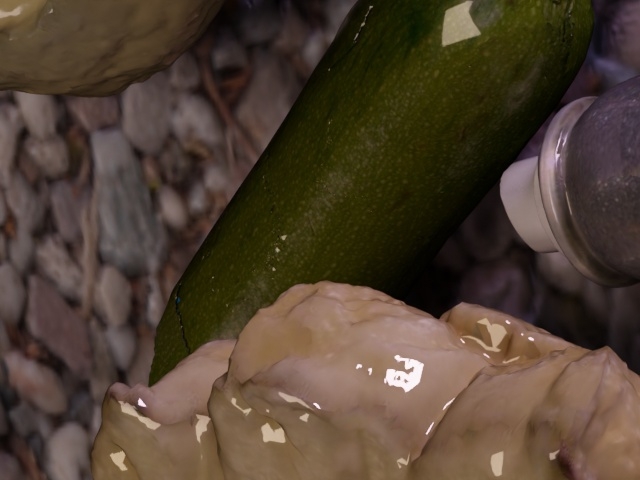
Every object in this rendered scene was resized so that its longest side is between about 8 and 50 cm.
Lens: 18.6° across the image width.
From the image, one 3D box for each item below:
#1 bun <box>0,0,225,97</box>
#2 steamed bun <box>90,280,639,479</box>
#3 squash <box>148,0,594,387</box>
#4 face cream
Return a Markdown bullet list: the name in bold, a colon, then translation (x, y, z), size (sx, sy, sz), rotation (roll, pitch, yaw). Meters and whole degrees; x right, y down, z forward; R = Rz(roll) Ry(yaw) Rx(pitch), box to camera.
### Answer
- **bun**: translation (-0.103, -0.181, 0.771), size (0.259, 0.152, 0.259), rotation (5, 98, 40)
- **steamed bun**: translation (0.063, 0.124, 0.689), size (0.292, 0.137, 0.295), rotation (31, 132, 17)
- **squash**: translation (0.002, 0.001, 0.763), size (0.087, 0.087, 0.331), rotation (51, 128, 22)
- **face cream**: translation (0.174, -0.035, 0.603), size (0.283, 0.073, 0.073), rotation (-14, 90, 44)
